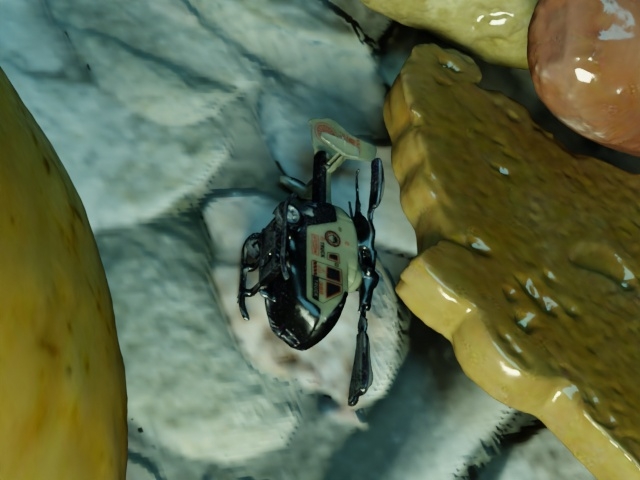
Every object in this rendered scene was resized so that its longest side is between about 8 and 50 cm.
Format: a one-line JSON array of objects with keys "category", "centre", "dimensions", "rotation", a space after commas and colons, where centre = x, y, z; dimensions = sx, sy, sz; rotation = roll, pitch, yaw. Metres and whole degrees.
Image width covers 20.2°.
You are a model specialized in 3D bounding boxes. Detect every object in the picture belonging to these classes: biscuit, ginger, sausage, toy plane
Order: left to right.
[{"category": "toy plane", "centre": [0.000, 0.000, 0.642], "dimensions": [0.049, 0.031, 0.121], "rotation": [21, 48, -23]}, {"category": "ginger", "centre": [0.090, -0.123, 0.774], "dimensions": [0.095, 0.069, 0.190], "rotation": [36, 41, 28]}, {"category": "biscuit", "centre": [0.099, 0.026, 0.677], "dimensions": [0.162, 0.035, 0.250], "rotation": [-9, 57, -39]}, {"category": "sausage", "centre": [0.154, -0.066, 0.742], "dimensions": [0.194, 0.077, 0.077], "rotation": [11, 48, -45]}]

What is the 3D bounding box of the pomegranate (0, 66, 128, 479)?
[{"category": "pomegranate", "centre": [-0.153, 0.029, 0.377], "dimensions": [0.248, 0.248, 0.248], "rotation": [17, 47, -20]}]
